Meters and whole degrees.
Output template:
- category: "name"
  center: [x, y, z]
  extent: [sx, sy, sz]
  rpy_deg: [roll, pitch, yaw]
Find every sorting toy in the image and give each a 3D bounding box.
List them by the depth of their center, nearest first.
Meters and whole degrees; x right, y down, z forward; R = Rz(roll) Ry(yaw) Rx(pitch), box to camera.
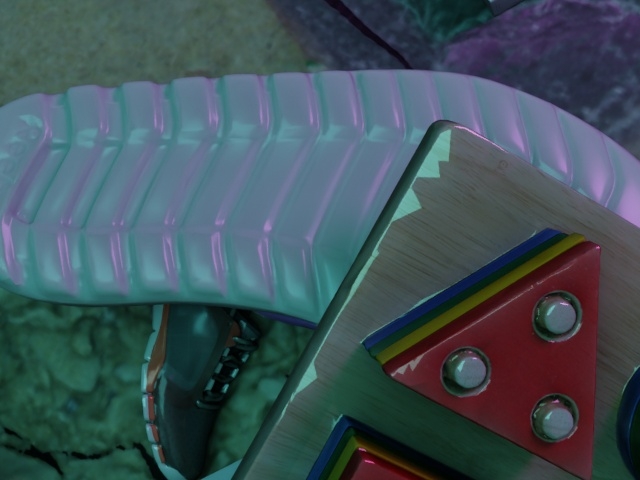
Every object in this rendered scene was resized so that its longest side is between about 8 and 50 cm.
- category: "sorting toy"
  center: [0.111, 0.115, 0.541]
  extent: [0.257, 0.089, 0.255]
  rpy_deg: [28, 94, -12]

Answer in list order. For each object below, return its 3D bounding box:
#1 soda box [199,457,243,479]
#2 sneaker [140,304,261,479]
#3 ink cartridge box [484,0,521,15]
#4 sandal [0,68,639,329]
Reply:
- category: "soda box"
  center: [-0.016, 0.150, 0.642]
  extent: [0.216, 0.074, 0.069]
  rpy_deg: [-28, 76, 9]
- category: "sneaker"
  center: [-0.069, 0.069, 0.678]
  extent: [0.065, 0.061, 0.158]
  rpy_deg: [-1, 82, 8]
- category: "ink cartridge box"
  center: [0.129, -0.180, 0.678]
  extent: [0.083, 0.028, 0.048]
  rpy_deg: [-29, 76, 8]
- category: "sandal"
  center: [0.003, -0.015, 0.650]
  extent: [0.416, 0.102, 0.169]
  rpy_deg: [9, 75, 1]
